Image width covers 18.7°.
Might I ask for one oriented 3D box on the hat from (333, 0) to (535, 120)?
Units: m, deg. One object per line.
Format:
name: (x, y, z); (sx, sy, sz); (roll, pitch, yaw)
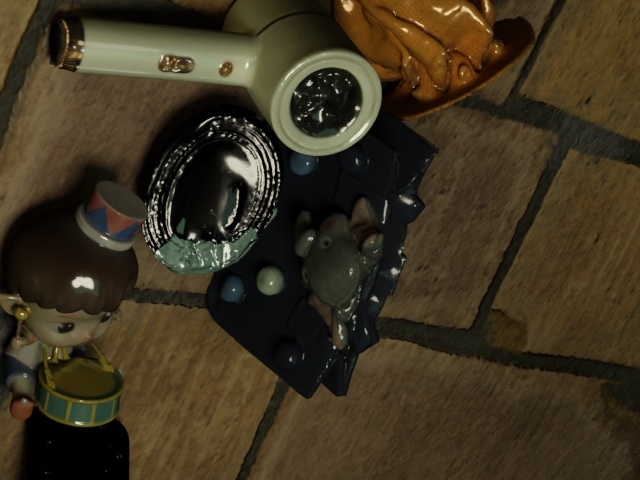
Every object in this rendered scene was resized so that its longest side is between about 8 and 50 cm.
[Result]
hat: (0.109, -0.295, 2.251); (0.244, 0.233, 0.233); (-41, 111, -30)

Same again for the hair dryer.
hair dryer: (-0.132, -0.196, 2.074); (0.362, 0.203, 0.128); (3, 119, -24)

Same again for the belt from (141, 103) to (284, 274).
belt: (-0.121, -0.053, 2.183); (0.151, 0.078, 0.198); (29, 102, -5)

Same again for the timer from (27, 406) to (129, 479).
timer: (-0.288, 0.293, 2.275); (0.144, 0.055, 0.187); (20, 62, -46)

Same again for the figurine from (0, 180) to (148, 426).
figurine: (-0.269, 0.065, 2.121); (0.161, 0.158, 0.275); (-20, 130, -43)

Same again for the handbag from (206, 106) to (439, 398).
handbag: (0.000, 0.000, 2.234); (0.118, 0.269, 0.326); (1, 115, -39)
